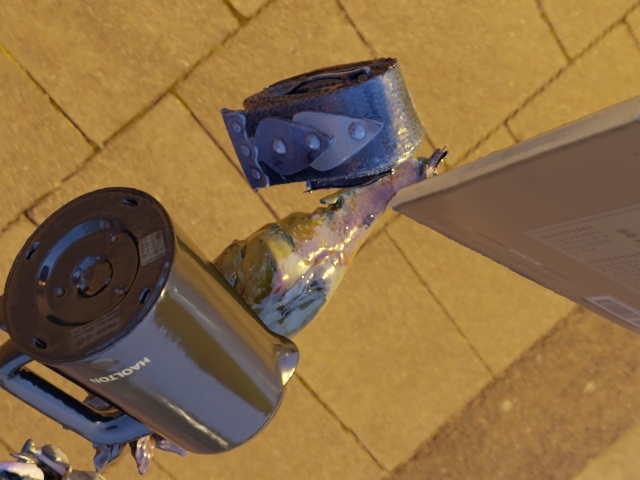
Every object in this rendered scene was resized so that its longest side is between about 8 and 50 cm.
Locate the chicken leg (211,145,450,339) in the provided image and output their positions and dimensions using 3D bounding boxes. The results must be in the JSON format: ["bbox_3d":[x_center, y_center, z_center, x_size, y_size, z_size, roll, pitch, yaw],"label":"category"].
[{"bbox_3d":[0.000,0.000,1.633,0.429,0.153,0.201,-41,159,-4],"label":"chicken leg"}]

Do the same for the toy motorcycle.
[{"bbox_3d":[-0.427,0.372,1.747,0.143,0.188,0.327,-59,160,-7],"label":"toy motorcycle"}]

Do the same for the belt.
[{"bbox_3d":[0.015,-0.111,1.228,0.122,0.218,0.128,-34,109,-37],"label":"belt"}]

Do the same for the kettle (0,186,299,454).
[{"bbox_3d":[-0.197,0.127,1.297,0.262,0.203,0.308,-47,141,-7],"label":"kettle"}]

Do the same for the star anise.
[{"bbox_3d":[-0.321,0.285,2.037,0.223,0.236,0.109,-30,162,-33],"label":"star anise"}]

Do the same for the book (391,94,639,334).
[{"bbox_3d":[0.186,0.003,0.657,0.216,0.310,0.021,26,77,-13],"label":"book"}]
